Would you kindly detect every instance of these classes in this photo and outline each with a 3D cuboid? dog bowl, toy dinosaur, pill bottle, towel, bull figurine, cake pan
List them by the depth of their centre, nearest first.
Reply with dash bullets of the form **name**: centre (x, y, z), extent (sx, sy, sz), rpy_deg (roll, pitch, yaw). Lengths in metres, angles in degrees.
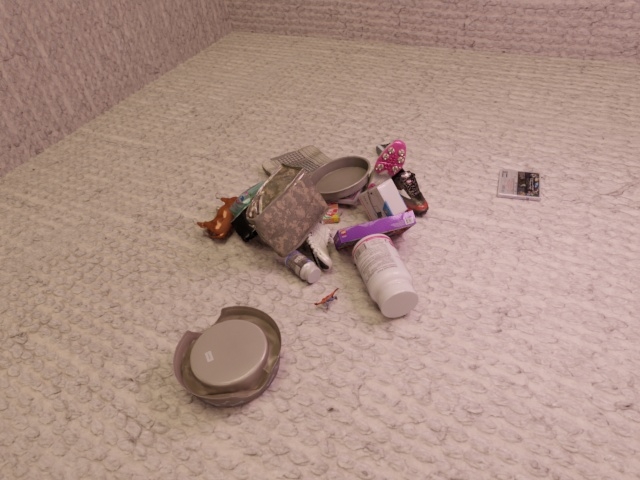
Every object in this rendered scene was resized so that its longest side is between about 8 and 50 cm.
- **dog bowl**: centre (-0.290, 0.377, 1.537), extent (0.349, 0.102, 0.348), rpy_deg (-5, 42, 5)
- **pill bottle**: centre (0.229, 0.122, 1.679), extent (0.160, 0.160, 0.283), rpy_deg (-15, 45, -7)
- **toy dinosaur**: centre (0.017, 0.208, 1.697), extent (0.082, 0.090, 0.047), rpy_deg (-1, 14, -40)
- **pill bottle**: centre (-0.066, 0.101, 1.814), extent (0.078, 0.078, 0.137), rpy_deg (-35, 49, -26)
- **bull figurine**: centre (-0.411, -0.124, 2.102), extent (0.189, 0.101, 0.310), rpy_deg (11, 44, 26)
- **cake pan**: centre (0.087, -0.277, 2.110), extent (0.293, 0.054, 0.293), rpy_deg (-15, 35, 11)
- **towel**: centre (-0.104, -0.372, 2.324), extent (0.312, 0.056, 0.324), rpy_deg (-25, 37, -16)

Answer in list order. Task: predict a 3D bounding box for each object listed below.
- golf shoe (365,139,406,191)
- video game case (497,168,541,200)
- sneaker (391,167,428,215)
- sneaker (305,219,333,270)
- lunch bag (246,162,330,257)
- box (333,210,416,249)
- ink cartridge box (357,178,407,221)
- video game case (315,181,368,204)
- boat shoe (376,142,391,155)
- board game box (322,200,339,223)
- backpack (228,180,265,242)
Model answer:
- **golf shoe**: centre (0.271, -0.311, 2.056), extent (0.115, 0.306, 0.140), rpy_deg (18, 33, -13)
- **video game case**: centre (0.868, -0.244, 2.073), extent (0.173, 0.022, 0.190), rpy_deg (8, 44, 18)
- **sneaker**: centre (0.379, -0.221, 2.048), extent (0.098, 0.135, 0.276), rpy_deg (-17, 44, -11)
- **sneaker**: centre (0.000, 0.000, 1.885), extent (0.118, 0.110, 0.292), rpy_deg (-21, 44, -6)
- **lunch bag**: centre (-0.138, -0.108, 1.810), extent (0.169, 0.235, 0.287), rpy_deg (18, 63, 45)
- **box**: centre (0.202, -0.036, 1.838), extent (0.293, 0.201, 0.057), rpy_deg (-14, 82, -6)
- **ink cartridge box**: centre (0.249, -0.156, 1.930), extent (0.082, 0.139, 0.191), rpy_deg (-31, 5, -21)
- **video game case**: centre (0.054, -0.238, 2.172), extent (0.285, 0.025, 0.204), rpy_deg (8, 39, 22)
- **boat shoe**: centre (0.345, -0.427, 2.325), extent (0.083, 0.065, 0.183), rpy_deg (-19, 42, -9)
- **board game box**: centre (-0.050, -0.114, 2.080), extent (0.260, 0.039, 0.124), rpy_deg (-8, 41, 4)
- **backpack**: centre (-0.245, -0.135, 1.989), extent (0.254, 0.225, 0.191), rpy_deg (-31, 90, -28)
